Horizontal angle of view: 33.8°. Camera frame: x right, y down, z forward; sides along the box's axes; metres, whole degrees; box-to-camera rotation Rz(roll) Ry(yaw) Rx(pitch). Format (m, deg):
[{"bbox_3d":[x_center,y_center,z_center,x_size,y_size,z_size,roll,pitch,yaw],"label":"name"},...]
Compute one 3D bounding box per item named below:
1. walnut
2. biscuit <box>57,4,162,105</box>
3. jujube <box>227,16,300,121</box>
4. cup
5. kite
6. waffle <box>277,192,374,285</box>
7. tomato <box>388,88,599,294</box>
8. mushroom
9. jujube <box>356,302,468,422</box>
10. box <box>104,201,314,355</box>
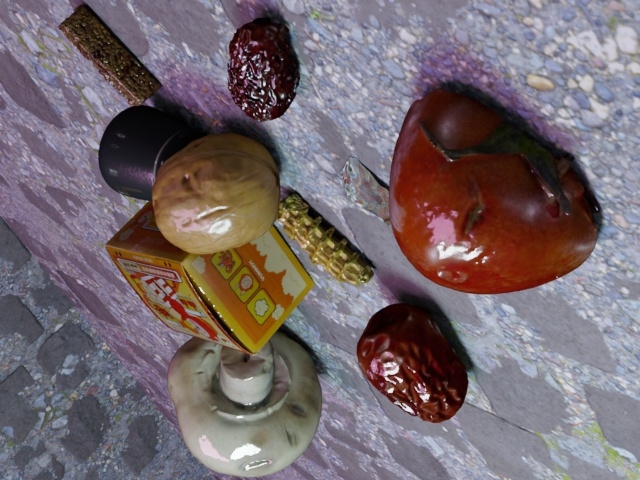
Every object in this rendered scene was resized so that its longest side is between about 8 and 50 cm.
[{"bbox_3d":[-0.174,-0.077,1.751,0.221,0.195,0.195,-22,124,16],"label":"walnut"},{"bbox_3d":[-0.368,-0.321,1.841,0.199,0.064,0.034,46,158,-10],"label":"biscuit"},{"bbox_3d":[-0.087,-0.239,1.482,0.104,0.104,0.166,30,150,29],"label":"jujube"},{"bbox_3d":[-0.284,-0.133,1.914,0.176,0.169,0.223,17,150,32],"label":"cup"},{"bbox_3d":[0.118,-0.036,1.610,0.229,0.016,0.127,41,161,14],"label":"kite"},{"bbox_3d":[0.000,0.000,1.824,0.160,0.046,0.192,12,143,55],"label":"waffle"},{"bbox_3d":[0.181,-0.023,1.318,0.309,0.170,0.309,36,155,19],"label":"tomato"},{"bbox_3d":[-0.182,0.331,2.292,0.325,0.353,0.353,-3,135,28],"label":"mushroom"},{"bbox_3d":[0.163,0.211,1.801,0.230,0.155,0.155,45,159,-28],"label":"jujube"},{"bbox_3d":[-0.219,0.052,2.048,0.283,0.214,0.259,8,142,49],"label":"box"}]
